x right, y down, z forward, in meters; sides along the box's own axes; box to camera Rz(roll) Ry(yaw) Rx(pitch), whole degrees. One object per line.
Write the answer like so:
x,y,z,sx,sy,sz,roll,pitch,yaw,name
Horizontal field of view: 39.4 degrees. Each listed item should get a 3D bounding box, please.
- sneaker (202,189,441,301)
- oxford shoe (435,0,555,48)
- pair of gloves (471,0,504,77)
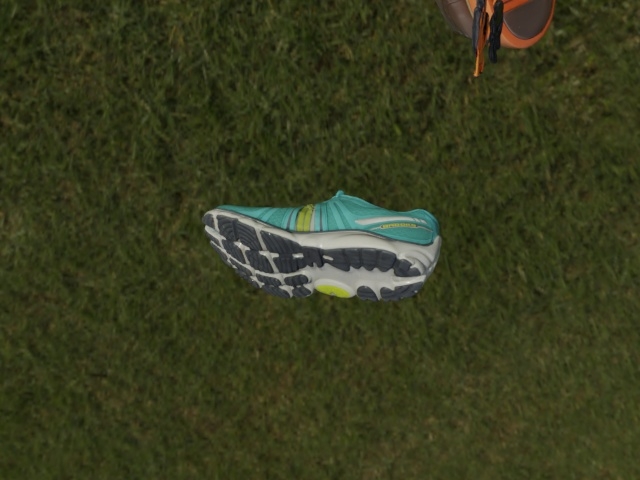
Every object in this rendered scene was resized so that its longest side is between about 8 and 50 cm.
0.000,0.000,0.988,0.275,0.110,0.107,8,135,22,sneaker
0.118,-0.360,0.916,0.130,0.133,0.363,-37,119,-23,oxford shoe
0.149,-0.190,0.801,0.010,0.083,0.074,11,117,23,pair of gloves
